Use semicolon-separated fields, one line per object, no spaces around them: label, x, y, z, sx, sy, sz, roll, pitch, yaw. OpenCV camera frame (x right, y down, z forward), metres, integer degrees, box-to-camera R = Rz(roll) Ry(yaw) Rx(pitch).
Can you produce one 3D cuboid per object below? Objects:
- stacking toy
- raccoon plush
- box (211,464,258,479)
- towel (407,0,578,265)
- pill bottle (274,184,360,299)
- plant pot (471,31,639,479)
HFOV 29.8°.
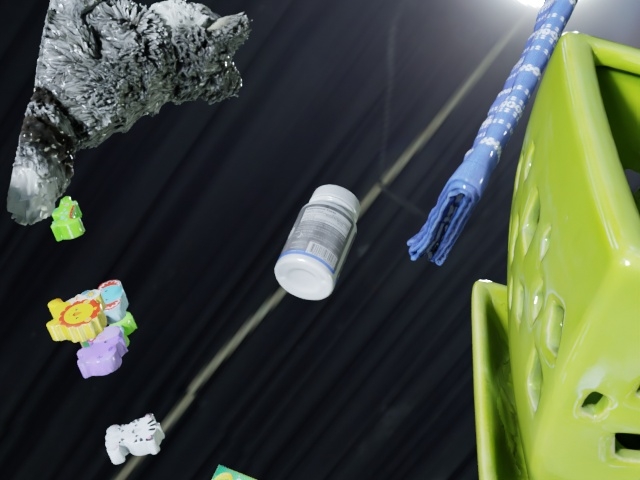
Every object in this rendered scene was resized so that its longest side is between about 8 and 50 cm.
stacking toy;-0.200;0.078;1.120;0.221;0.052;0.167;-108;-179;-56
raccoon plush;-0.267;-0.183;1.757;0.299;0.216;0.447;10;66;-9
box;-0.048;0.285;1.265;0.105;0.043;0.179;34;-18;-28
towel;0.177;-0.147;1.090;0.040;0.336;0.243;27;-16;4
pill bottle;0.000;0.000;1.500;0.078;0.078;0.137;33;51;-12
plant pot;0.197;0.053;0.620;0.228;0.207;0.227;17;34;-7
